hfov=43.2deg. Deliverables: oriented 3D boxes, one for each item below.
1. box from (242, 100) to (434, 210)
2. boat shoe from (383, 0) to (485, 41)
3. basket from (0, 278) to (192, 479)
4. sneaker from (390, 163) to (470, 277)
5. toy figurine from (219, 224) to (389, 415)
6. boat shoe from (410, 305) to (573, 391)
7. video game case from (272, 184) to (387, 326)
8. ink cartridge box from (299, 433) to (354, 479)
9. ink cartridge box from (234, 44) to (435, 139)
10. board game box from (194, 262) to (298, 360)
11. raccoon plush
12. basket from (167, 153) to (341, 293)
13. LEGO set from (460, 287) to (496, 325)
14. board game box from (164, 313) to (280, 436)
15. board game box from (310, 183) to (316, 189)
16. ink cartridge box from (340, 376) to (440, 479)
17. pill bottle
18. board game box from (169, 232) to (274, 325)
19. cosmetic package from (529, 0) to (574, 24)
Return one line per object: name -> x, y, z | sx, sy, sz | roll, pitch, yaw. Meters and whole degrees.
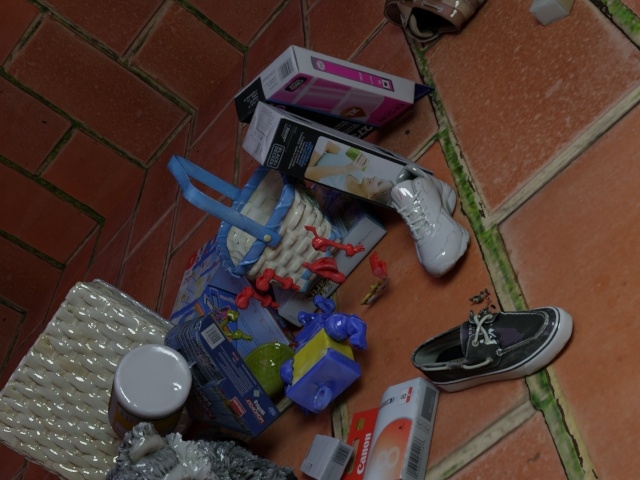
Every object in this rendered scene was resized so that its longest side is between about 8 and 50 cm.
box -> 0.028, -0.138, 1.380 | 0.087, 0.290, 0.169 | -68, 22, 10
boat shoe -> 0.215, -0.486, 1.708 | 0.116, 0.123, 0.324 | -60, 22, -5
basket -> -0.388, 0.286, 1.509 | 0.328, 0.331, 0.266 | -57, 5, -8
sneaker -> 0.153, -0.035, 1.238 | 0.090, 0.115, 0.232 | -45, 26, 23
toy figurine -> -0.040, 0.183, 1.248 | 0.362, 0.191, 0.217 | -45, 30, 25
boat shoe -> 0.203, 0.129, 0.989 | 0.219, 0.070, 0.078 | -33, 32, 41
video game case -> 0.000, 0.000, 1.549 | 0.244, 0.061, 0.269 | -50, 25, 15
ink cartridge box -> 0.007, 0.314, 1.160 | 0.063, 0.029, 0.115 | -63, 10, -15
ink cartridge box -> 0.039, -0.257, 1.515 | 0.175, 0.371, 0.069 | -32, 65, 42
board game box -> -0.145, 0.158, 1.519 | 0.145, 0.027, 0.281 | -55, 44, 17
raccoon plush -> -0.237, 0.366, 1.226 | 0.446, 0.299, 0.216 | -2, 58, 62
basket -> -0.126, -0.049, 1.412 | 0.201, 0.289, 0.255 | -60, 26, 11
LEGO set -> 0.216, 0.099, 1.073 | 0.054, 0.023, 0.083 | -27, 23, 44
board game box -> -0.181, 0.224, 1.298 | 0.060, 0.194, 0.194 | -38, 8, -34
board game box -> -0.007, -0.108, 1.738 | 0.133, 0.033, 0.168 | -55, 24, 3
ink cartridge box -> 0.075, 0.269, 1.084 | 0.179, 0.045, 0.145 | -26, 37, 44
pill bottle -> -0.274, 0.255, 1.279 | 0.208, 0.117, 0.118 | 118, 171, -54
board game box -> -0.209, 0.098, 1.785 | 0.302, 0.086, 0.308 | -36, 30, 37
cosmetic package -> 0.403, -0.427, 1.368 | 0.060, 0.041, 0.115 | -9, 51, 58
